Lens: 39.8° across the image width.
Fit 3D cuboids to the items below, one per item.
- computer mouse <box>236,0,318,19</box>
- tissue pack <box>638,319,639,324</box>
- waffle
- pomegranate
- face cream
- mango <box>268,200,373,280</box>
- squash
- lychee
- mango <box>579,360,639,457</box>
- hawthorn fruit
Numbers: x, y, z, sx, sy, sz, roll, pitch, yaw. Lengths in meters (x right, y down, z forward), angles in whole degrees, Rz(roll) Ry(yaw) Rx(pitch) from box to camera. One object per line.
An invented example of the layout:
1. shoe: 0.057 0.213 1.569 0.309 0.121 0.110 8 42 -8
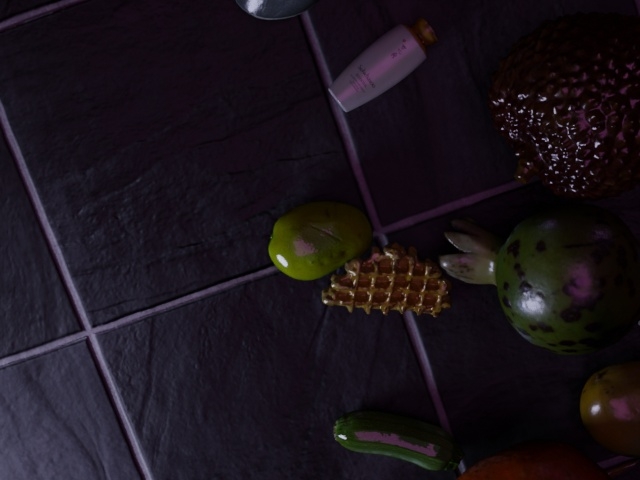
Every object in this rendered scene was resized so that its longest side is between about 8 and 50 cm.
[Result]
1. computer mouse: -0.016 -0.507 1.310 0.167 0.090 0.379 26 96 -6
2. tissue pack: 0.569 0.136 1.438 0.083 0.035 0.063 37 97 -4
3. waffle: 0.112 0.081 1.393 0.192 0.046 0.160 36 110 -27
4. pomegranate: 0.333 0.040 1.321 0.306 0.242 0.242 22 97 2
5. face cream: 0.097 -0.271 1.362 0.182 0.051 0.072 -37 93 4
6. mango: -0.004 -0.006 1.387 0.163 0.089 0.117 -28 92 -9
7. squash: 0.129 0.324 1.442 0.219 0.068 0.077 17 82 -3
8. lychee: 0.382 -0.196 1.268 0.304 0.276 0.276 -44 97 -10
9. mango: 0.541 0.274 1.418 0.251 0.114 0.156 6 91 -1
10. hawthorn fruit: 0.357 0.430 1.367 0.330 0.287 0.287 -33 98 -7
